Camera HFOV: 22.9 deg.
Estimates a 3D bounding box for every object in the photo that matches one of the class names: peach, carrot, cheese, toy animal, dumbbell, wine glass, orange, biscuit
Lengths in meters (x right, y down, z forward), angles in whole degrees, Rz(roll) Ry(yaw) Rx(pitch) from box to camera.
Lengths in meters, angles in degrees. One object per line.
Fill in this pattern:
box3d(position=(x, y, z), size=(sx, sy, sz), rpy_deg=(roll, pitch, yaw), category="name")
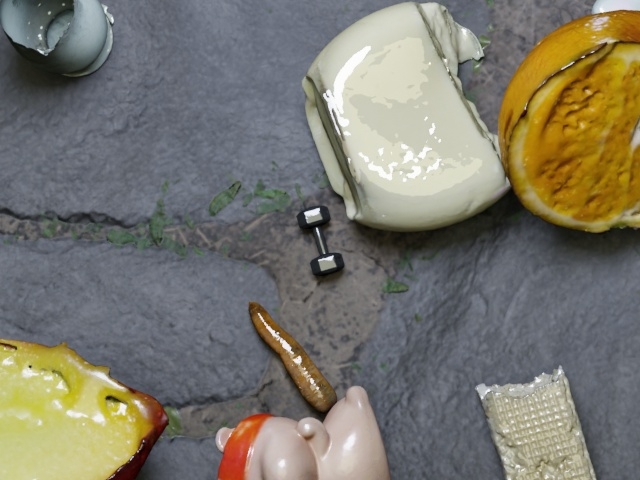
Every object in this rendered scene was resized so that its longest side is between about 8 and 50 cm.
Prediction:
box3d(position=(-0.355, 0.254, 1.801), size=(0.361, 0.201, 0.258), rpy_deg=(-6, 53, -11), category="peach")
box3d(position=(-0.035, 0.137, 1.876), size=(0.035, 0.035, 0.165), rpy_deg=(-36, 82, -1), category="carrot")
box3d(position=(0.109, -0.142, 1.851), size=(0.233, 0.127, 0.266), rpy_deg=(-23, 87, -3), category="cheese")
box3d(position=(-0.022, 0.265, 1.803), size=(0.197, 0.171, 0.171), rpy_deg=(-15, 84, -6), category="toy animal")
box3d(position=(0.000, 0.000, 1.885), size=(0.036, 0.040, 0.083), rpy_deg=(-13, 84, -31), category="dumbbell")
box3d(position=(-0.306, -0.251, 1.839), size=(0.111, 0.204, 0.111), rpy_deg=(0, 89, 3), category="wine glass")
box3d(position=(0.344, -0.136, 1.776), size=(0.310, 0.274, 0.274), rpy_deg=(-33, 83, -37), category="orange")
box3d(position=(0.263, 0.270, 1.837), size=(0.108, 0.062, 0.239), rpy_deg=(-16, 84, 1), category="biscuit")

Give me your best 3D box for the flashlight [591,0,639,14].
box3d(position=(0.402, -0.312, 1.894), size=(0.093, 0.047, 0.200), rpy_deg=(33, 84, 2), category="flashlight")
